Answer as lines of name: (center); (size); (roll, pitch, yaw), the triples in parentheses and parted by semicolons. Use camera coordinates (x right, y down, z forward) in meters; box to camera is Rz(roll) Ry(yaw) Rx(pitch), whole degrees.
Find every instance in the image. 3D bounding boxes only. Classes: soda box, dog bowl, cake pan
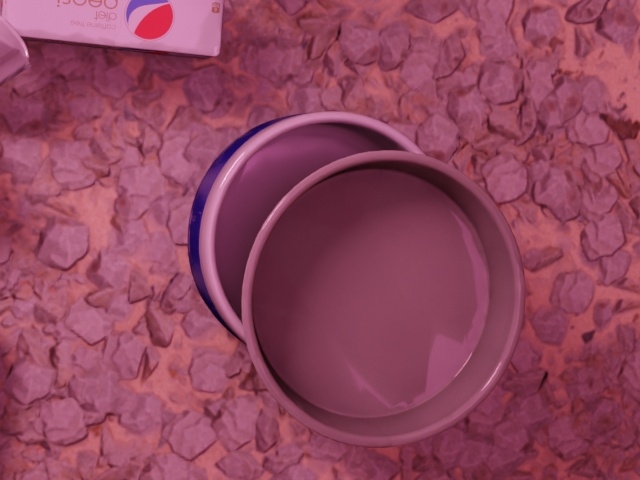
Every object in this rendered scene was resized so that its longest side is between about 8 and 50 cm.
soda box: (-0.208, -0.224, 1.673); (0.216, 0.074, 0.069); (4, 93, -16)
dog bowl: (0.000, 0.000, 1.737); (0.265, 0.104, 0.264); (-1, 95, -16)
cake pan: (0.059, 0.057, 1.675); (0.293, 0.054, 0.293); (-1, 95, -16)

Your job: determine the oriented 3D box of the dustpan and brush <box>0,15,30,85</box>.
dustpan and brush: (-0.392, -0.211, 1.589); (0.147, 0.060, 0.211); (-29, 134, 24)
